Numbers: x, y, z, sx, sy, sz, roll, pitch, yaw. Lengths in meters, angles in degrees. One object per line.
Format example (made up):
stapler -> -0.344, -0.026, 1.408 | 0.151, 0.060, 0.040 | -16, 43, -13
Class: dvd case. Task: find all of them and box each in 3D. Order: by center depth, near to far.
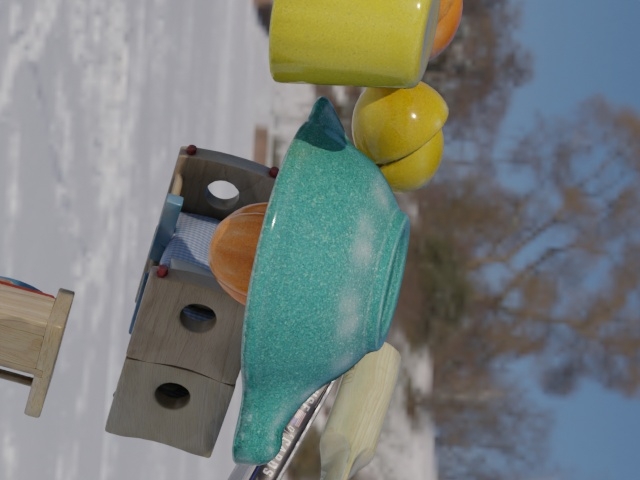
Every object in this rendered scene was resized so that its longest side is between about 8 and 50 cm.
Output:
dvd case -> -0.040, 0.171, 1.340 | 0.238, 0.029, 0.179 | -59, -178, -16

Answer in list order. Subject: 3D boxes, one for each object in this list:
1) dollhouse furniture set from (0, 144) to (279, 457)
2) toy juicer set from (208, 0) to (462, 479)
dollhouse furniture set -> -0.130, 0.018, 0.910 | 0.129, 0.184, 0.129 | -85, -168, -52
toy juicer set -> 0.000, 0.000, 0.758 | 0.209, 0.089, 0.329 | -57, 157, -67
